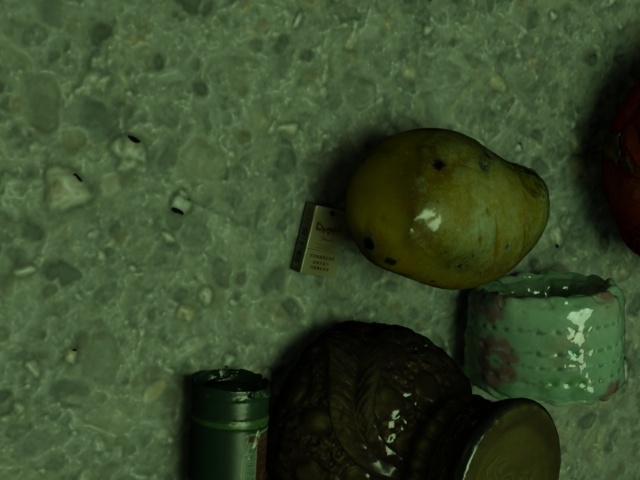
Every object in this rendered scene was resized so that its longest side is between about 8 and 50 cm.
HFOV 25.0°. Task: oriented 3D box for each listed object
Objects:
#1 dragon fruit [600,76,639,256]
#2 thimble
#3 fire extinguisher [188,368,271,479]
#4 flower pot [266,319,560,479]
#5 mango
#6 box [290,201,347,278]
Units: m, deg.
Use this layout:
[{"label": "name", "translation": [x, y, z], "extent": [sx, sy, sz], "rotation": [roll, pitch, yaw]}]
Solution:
[{"label": "dragon fruit", "translation": [0.509, -0.101, 1.894], "extent": [0.277, 0.277, 0.343], "rotation": [-30, 118, -27]}, {"label": "thimble", "translation": [0.285, 0.124, 1.845], "extent": [0.211, 0.185, 0.149], "rotation": [-1, 101, -1]}, {"label": "fire extinguisher", "translation": [-0.106, 0.299, 1.651], "extent": [0.093, 0.118, 0.294], "rotation": [5, 101, 9]}, {"label": "flower pot", "translation": [0.117, 0.244, 1.667], "extent": [0.266, 0.267, 0.267], "rotation": [-17, 114, -44]}, {"label": "mango", "translation": [0.156, -0.032, 1.730], "extent": [0.176, 0.175, 0.329], "rotation": [-54, 148, 14]}, {"label": "box", "translation": [0.000, 0.000, 1.700], "extent": [0.053, 0.024, 0.083], "rotation": [12, 92, -37]}]
